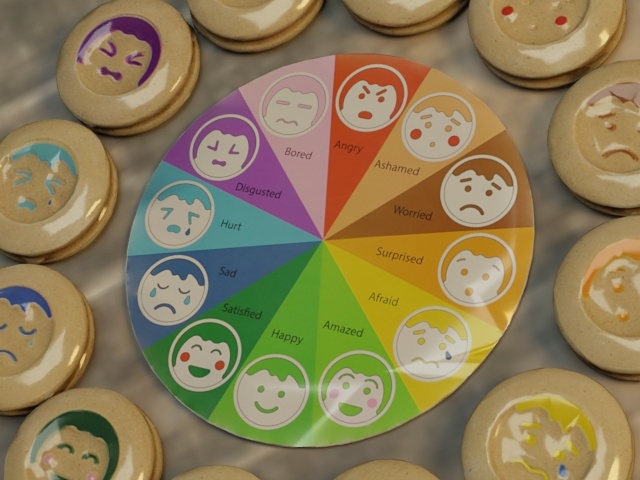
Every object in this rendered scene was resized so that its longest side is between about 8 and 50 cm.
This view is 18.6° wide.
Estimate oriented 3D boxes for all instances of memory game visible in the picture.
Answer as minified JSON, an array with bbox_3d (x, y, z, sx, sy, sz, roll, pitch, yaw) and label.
[{"bbox_3d":[0.000,0.000,0.443,0.186,0.012,0.186,-8,64,16],"label":"memory game"}]
